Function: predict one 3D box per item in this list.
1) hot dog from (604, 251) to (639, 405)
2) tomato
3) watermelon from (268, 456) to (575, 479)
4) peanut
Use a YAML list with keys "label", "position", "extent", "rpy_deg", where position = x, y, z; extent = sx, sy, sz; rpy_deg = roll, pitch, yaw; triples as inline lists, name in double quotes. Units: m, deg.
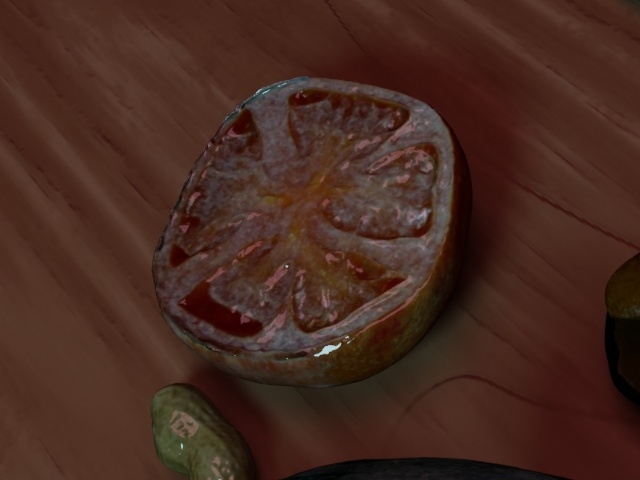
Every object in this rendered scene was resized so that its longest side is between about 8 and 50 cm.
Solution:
- label: "hot dog"
  position: [0.293, 0.036, 0.700]
  extent: [0.326, 0.107, 0.194]
  rpy_deg: [-4, 37, 29]
- label: "tomato"
  position: [0.000, 0.000, 0.901]
  extent: [0.237, 0.095, 0.237]
  rpy_deg: [-10, 56, 16]
- label: "watermelon"
  position: [0.111, 0.248, 0.550]
  extent: [0.387, 0.228, 0.258]
  rpy_deg: [33, 110, 48]
- label: "peanut"
  position: [-0.077, 0.138, 0.857]
  extent: [0.054, 0.054, 0.113]
  rpy_deg: [-37, 51, -8]
